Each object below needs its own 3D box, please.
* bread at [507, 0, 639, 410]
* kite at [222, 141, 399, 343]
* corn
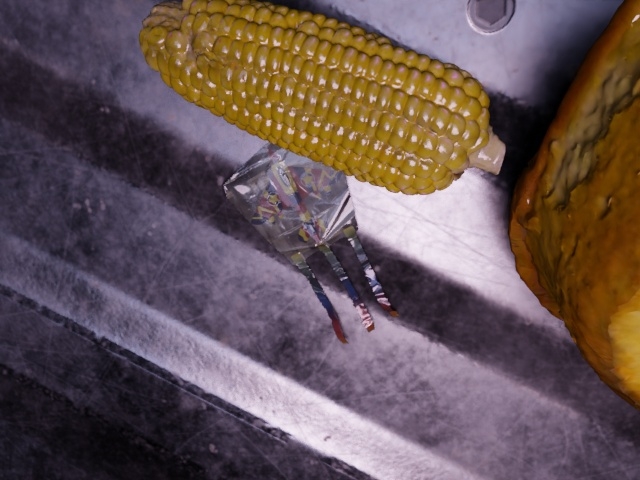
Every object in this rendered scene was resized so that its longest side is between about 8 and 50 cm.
[{"bbox_3d":[0.350,-0.015,0.326,0.397,0.215,0.399,6,125,8],"label":"bread"},{"bbox_3d":[0.000,0.000,0.508,0.141,0.015,0.245,-28,98,15],"label":"kite"},{"bbox_3d":[0.004,-0.135,0.417,0.346,0.130,0.130,20,105,2],"label":"corn"}]
